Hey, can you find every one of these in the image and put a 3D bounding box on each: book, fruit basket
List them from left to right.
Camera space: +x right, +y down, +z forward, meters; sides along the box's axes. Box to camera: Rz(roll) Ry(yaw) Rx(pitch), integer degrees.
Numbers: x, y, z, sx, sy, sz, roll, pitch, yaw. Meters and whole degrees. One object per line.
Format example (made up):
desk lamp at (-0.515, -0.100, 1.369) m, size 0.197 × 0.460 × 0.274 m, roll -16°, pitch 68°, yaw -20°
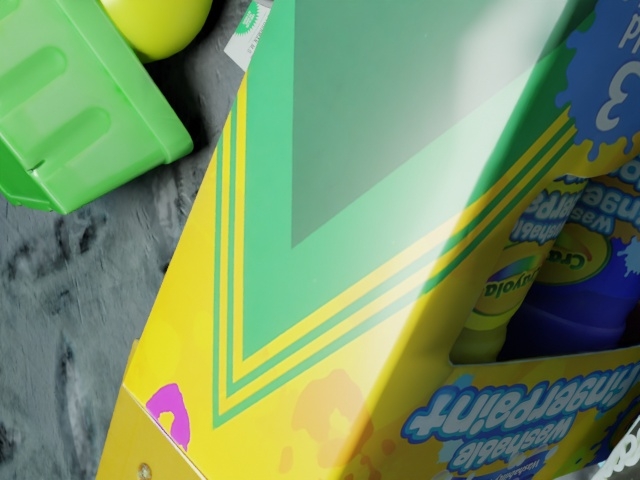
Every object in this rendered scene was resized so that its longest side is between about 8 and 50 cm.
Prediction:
fruit basket at (-0.276, -0.256, 1.107) m, size 0.283 × 0.392 × 0.392 m, roll 9°, pitch 94°, yaw 51°
book at (-0.037, -0.209, 1.051) m, size 0.144 × 0.035 × 0.096 m, roll 46°, pitch 114°, yaw 34°

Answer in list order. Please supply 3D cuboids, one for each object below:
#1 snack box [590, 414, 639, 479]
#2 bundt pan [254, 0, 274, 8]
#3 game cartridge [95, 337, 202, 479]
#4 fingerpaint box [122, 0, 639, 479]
snack box at (0.263, 0.148, 0.664) m, size 0.060 × 0.187 × 0.322 m, roll 44°, pitch 116°, yaw 34°
bundt pan at (0.002, -0.377, 0.878) m, size 0.331 × 0.124 × 0.330 m, roll 1°, pitch 109°, yaw 3°
game cartridge at (-0.141, 0.306, 1.117) m, size 0.324 × 0.053 × 0.285 m, roll 28°, pitch 107°, yaw 36°
fingerpaint box at (0.153, -0.032, 0.596) m, size 0.163 × 0.445 × 0.371 m, roll 38°, pitch 112°, yaw 35°
